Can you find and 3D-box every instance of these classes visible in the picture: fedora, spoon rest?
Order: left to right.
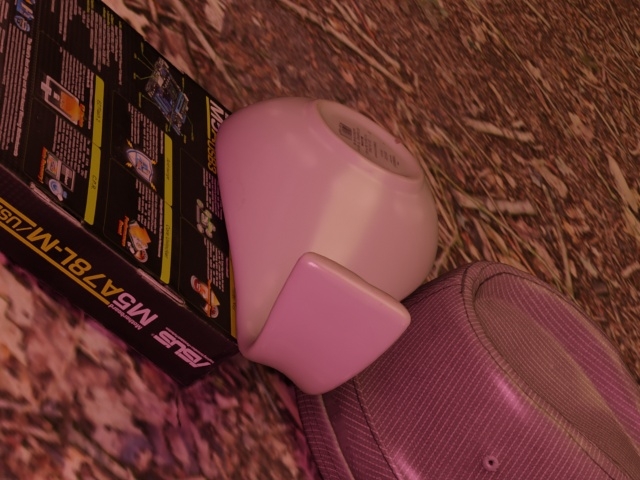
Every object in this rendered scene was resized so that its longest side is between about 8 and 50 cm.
[{"bbox_3d":[0.000,0.000,0.861,0.137,0.084,0.276,32,18,-8],"label":"spoon rest"},{"bbox_3d":[0.111,0.117,0.955,0.275,0.124,0.244,52,25,-8],"label":"fedora"}]

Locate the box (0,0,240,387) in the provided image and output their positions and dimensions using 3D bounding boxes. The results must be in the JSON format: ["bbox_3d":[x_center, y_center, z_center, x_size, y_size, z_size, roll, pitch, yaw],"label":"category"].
[{"bbox_3d":[-0.114,-0.049,0.847,0.184,0.045,0.190,42,27,-34],"label":"box"}]
